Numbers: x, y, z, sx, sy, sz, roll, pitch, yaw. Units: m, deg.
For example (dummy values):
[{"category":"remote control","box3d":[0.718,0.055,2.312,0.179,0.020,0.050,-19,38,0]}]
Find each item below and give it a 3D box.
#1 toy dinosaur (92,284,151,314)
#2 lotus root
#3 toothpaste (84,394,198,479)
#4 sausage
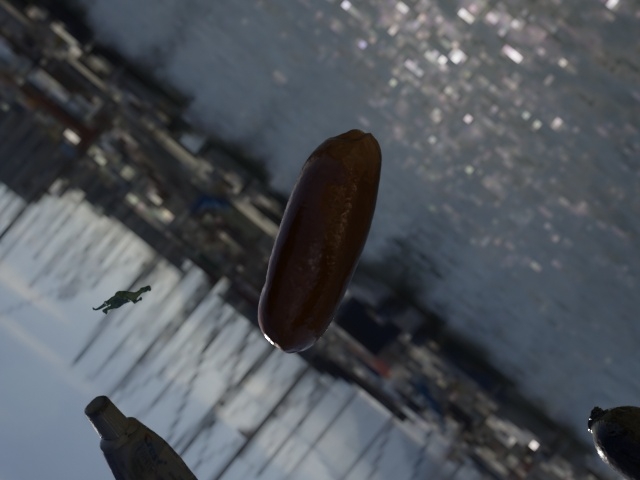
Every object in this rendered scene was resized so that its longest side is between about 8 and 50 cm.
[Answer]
[{"category":"toy dinosaur","box3d":[-0.251,0.071,1.987,0.083,0.062,0.021,2,119,55]},{"category":"lotus root","box3d":[0.397,0.258,1.878,0.179,0.089,0.080,35,-144,28]},{"category":"toothpaste","box3d":[-0.265,0.347,2.373,0.282,0.099,0.068,55,178,-24]},{"category":"sausage","box3d":[0.000,0.000,1.579,0.098,0.238,0.098,20,-168,-4]}]
